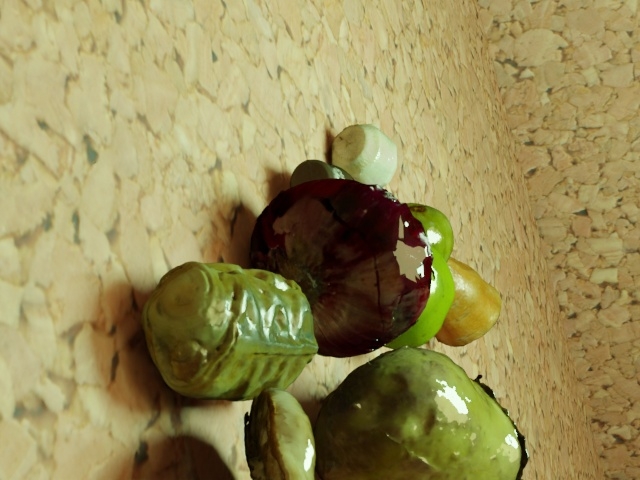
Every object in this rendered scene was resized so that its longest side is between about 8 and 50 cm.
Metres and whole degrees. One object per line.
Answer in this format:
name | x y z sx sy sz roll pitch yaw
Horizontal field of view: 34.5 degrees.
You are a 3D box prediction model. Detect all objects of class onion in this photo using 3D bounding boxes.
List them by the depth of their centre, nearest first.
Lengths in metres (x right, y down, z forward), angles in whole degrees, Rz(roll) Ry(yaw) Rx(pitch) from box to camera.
onion | 0.032 0.027 1.356 0.219 0.252 0.252 -37 115 -55

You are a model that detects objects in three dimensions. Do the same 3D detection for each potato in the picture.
potato | 0.093 0.277 1.419 0.237 0.301 0.289 9 103 -42

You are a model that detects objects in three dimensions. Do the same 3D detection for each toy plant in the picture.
toy plant | 0.015 -0.045 1.530 0.200 0.105 0.143 48 28 -62

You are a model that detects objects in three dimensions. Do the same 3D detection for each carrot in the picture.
carrot | 0.234 0.093 2.010 0.225 0.159 0.159 43 40 -37

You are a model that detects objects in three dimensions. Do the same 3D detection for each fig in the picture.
fig | 0.168 0.022 1.874 0.142 0.148 0.186 -94 -163 -50

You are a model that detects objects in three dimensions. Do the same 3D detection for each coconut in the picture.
coconut | 0.078 -0.138 1.739 0.124 0.110 0.110 37 46 -51

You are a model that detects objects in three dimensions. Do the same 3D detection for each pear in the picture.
pear | 0.130 0.087 1.678 0.220 0.187 0.187 75 11 -73

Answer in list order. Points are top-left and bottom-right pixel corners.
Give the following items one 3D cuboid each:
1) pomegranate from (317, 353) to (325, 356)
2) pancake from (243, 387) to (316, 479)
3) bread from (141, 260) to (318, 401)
pomegranate | 0.015 0.128 1.493 0.084 0.073 0.073 -77 149 -46
pancake | -0.033 0.355 1.070 0.382 0.071 0.382 175 -90 -83
bread | -0.099 0.102 1.138 0.267 0.130 0.152 19 71 -66
